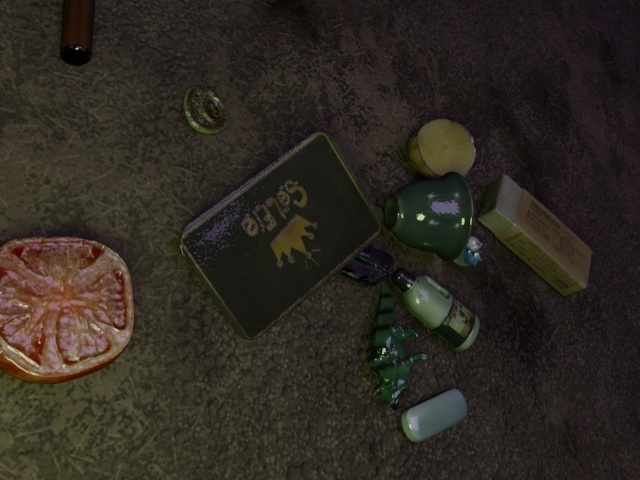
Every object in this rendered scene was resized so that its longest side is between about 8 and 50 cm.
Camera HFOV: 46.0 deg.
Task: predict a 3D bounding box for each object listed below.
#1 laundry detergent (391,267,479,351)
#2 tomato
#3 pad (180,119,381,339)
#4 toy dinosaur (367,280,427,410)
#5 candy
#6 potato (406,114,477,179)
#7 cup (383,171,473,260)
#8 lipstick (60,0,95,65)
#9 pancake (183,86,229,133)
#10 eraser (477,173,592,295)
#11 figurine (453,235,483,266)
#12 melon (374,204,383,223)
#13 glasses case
[{"bbox_3d":[0.240,0.137,1.610,0.226,0.070,0.099,39,57,-15],"label":"laundry detergent"},{"bbox_3d":[-0.390,0.101,1.102,0.237,0.095,0.236,16,59,-28],"label":"tomato"},{"bbox_3d":[-0.063,-0.041,1.346,0.375,0.063,0.315,-40,107,-24],"label":"pad"},{"bbox_3d":[0.148,0.196,1.502,0.120,0.079,0.292,30,49,-26],"label":"toy dinosaur"},{"bbox_3d":[0.000,0.000,1.470,0.312,0.088,0.061,28,55,-26],"label":"candy"},{"bbox_3d":[0.283,-0.214,1.817,0.200,0.081,0.164,-12,84,-39],"label":"potato"},{"bbox_3d":[0.219,-0.056,1.635,0.150,0.199,0.199,3,65,-19],"label":"cup"},{"bbox_3d":[-0.439,-0.478,1.381,0.057,0.057,0.356,12,62,-34],"label":"lipstick"},{"bbox_3d":[-0.225,-0.255,1.468,0.108,0.017,0.108,21,56,-35],"label":"pancake"},{"bbox_3d":[0.553,-0.011,1.931,0.343,0.078,0.144,39,49,-16],"label":"eraser"},{"bbox_3d":[0.329,0.009,1.738,0.114,0.079,0.114,49,24,-31],"label":"figurine"},{"bbox_3d":[0.080,-0.052,1.563,0.182,0.098,0.054,-4,95,-40],"label":"melon"},{"bbox_3d":[0.230,0.348,1.509,0.178,0.045,0.067,-13,77,-41],"label":"glasses case"}]
